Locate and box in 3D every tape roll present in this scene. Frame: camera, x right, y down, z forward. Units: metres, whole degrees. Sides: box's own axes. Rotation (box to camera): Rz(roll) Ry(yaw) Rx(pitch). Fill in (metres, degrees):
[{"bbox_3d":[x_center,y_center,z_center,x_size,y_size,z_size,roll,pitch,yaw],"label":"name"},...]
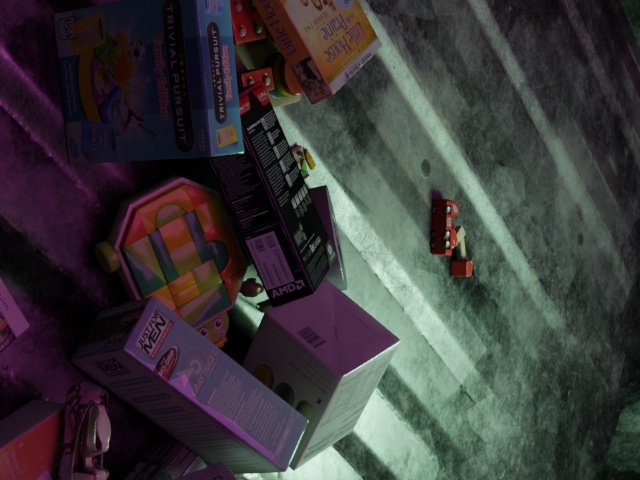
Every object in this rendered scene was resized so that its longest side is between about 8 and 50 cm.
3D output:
[{"bbox_3d":[0.000,0.000,2.229,0.219,0.072,0.219,-11,90,-87],"label":"tape roll"}]

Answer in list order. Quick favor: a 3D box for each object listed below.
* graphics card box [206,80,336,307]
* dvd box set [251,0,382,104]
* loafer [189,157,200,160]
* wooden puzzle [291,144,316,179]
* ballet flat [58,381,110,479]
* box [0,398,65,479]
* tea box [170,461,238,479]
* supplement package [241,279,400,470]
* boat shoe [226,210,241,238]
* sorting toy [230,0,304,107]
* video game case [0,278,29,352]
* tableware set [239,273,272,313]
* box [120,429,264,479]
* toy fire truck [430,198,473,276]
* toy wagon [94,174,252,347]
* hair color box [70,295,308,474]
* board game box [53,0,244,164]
[{"bbox_3d":[-0.096,-0.088,1.980,0.371,0.094,0.233,66,16,-11],"label":"graphics card box"},{"bbox_3d":[-0.046,-0.505,2.139,0.420,0.062,0.307,60,33,-14],"label":"dvd box set"},{"bbox_3d":[-0.260,-0.215,1.943,0.268,0.102,0.092,31,66,-60],"label":"loafer"},{"bbox_3d":[-0.050,-0.157,2.301,0.116,0.014,0.079,-46,124,-41],"label":"wooden puzzle"},{"bbox_3d":[-0.364,0.334,1.711,0.077,0.079,0.222,6,87,-53],"label":"ballet flat"},{"bbox_3d":[-0.466,0.348,1.721,0.170,0.091,0.130,-34,116,-46],"label":"box"},{"bbox_3d":[-0.253,0.583,1.751,0.329,0.220,0.324,-12,122,-33],"label":"tea box"},{"bbox_3d":[-0.018,0.257,2.107,0.198,0.199,0.263,-25,146,-49],"label":"supplement package"},{"bbox_3d":[-0.164,-0.016,2.097,0.305,0.091,0.109,8,84,-51],"label":"boat shoe"},{"bbox_3d":[-0.120,-0.383,2.150,0.255,0.089,0.257,-24,109,-49],"label":"sorting toy"},{"bbox_3d":[-0.569,0.117,1.628,0.232,0.041,0.210,-48,124,-40],"label":"video game case"},{"bbox_3d":[-0.087,0.102,2.162,0.168,0.141,0.020,36,45,-44],"label":"tableware set"},{"bbox_3d":[-0.247,0.477,2.009,0.307,0.076,0.242,-50,127,-39],"label":"box"},{"bbox_3d":[0.333,-0.006,2.756,0.135,0.047,0.192,5,86,-52],"label":"toy fire truck"},{"bbox_3d":[-0.236,0.060,1.955,0.267,0.068,0.344,-30,113,-25],"label":"toy wagon"},{"bbox_3d":[-0.221,0.258,1.877,0.374,0.185,0.114,42,55,-25],"label":"hair color box"},{"bbox_3d":[-0.282,-0.256,1.751,0.079,0.336,0.254,-13,100,-50],"label":"board game box"}]
